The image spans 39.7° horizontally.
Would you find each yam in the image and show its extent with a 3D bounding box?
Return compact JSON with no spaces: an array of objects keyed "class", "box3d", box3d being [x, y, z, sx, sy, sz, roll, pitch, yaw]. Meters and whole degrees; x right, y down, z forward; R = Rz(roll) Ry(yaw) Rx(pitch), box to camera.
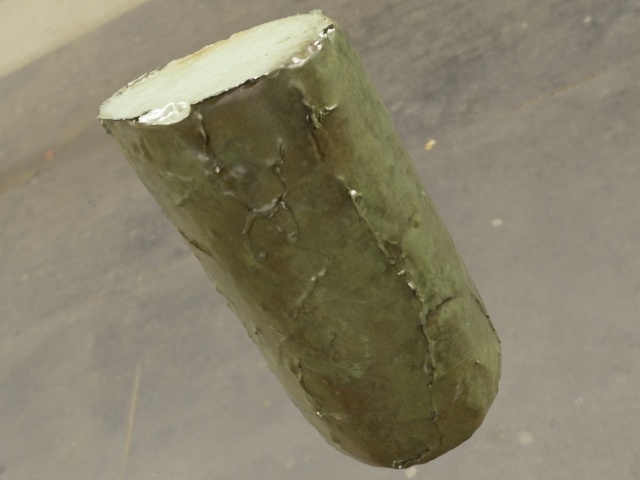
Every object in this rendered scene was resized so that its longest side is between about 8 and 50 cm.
[{"class":"yam","box3d":[0.000,0.000,0.593,0.168,0.304,0.168,-23,31,15]}]
